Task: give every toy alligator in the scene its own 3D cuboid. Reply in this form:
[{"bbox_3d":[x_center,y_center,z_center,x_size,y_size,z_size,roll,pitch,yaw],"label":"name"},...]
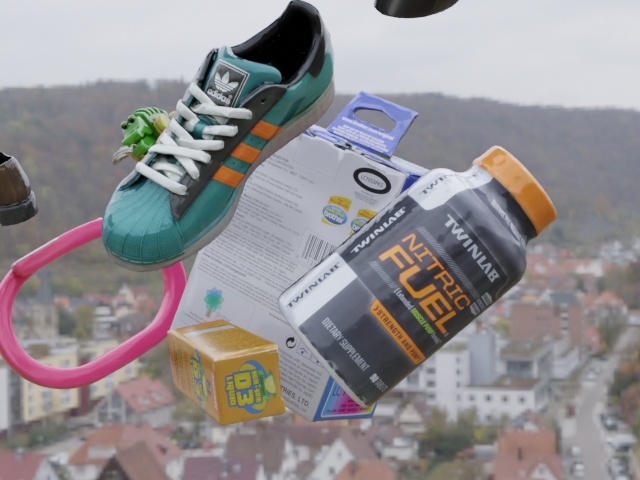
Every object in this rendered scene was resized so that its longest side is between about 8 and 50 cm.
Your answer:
[{"bbox_3d":[-0.201,-0.124,1.209,0.056,0.051,0.189,-37,0,19],"label":"toy alligator"}]

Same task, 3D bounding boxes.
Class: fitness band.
[{"bbox_3d":[-0.330,0.088,1.542,0.291,0.209,0.054,-31,7,-28],"label":"fitness band"}]

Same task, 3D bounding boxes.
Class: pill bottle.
[{"bbox_3d":[0.092,0.024,0.958,0.245,0.130,0.130,-41,0,-1],"label":"pill bottle"}]

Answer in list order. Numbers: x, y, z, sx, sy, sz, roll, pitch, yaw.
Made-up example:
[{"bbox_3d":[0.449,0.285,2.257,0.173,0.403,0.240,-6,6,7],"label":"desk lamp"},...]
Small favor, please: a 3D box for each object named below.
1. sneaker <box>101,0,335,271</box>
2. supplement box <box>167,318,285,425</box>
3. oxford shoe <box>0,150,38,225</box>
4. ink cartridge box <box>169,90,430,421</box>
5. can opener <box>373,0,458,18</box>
[{"bbox_3d":[-0.096,-0.107,0.978,0.108,0.302,0.121,29,-27,21],"label":"sneaker"},{"bbox_3d":[-0.111,0.145,1.216,0.080,0.078,0.233,-9,5,-21],"label":"supplement box"},{"bbox_3d":[-0.428,-0.090,1.269,0.227,0.096,0.083,12,34,29],"label":"oxford shoe"},{"bbox_3d":[0.000,0.000,1.390,0.270,0.395,0.151,26,12,33],"label":"ink cartridge box"},{"bbox_3d":[0.089,-0.178,0.576,0.186,0.059,0.073,-33,-15,-39],"label":"can opener"}]
